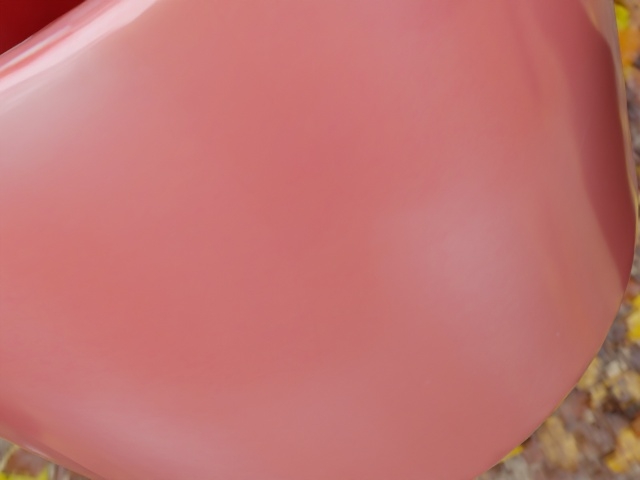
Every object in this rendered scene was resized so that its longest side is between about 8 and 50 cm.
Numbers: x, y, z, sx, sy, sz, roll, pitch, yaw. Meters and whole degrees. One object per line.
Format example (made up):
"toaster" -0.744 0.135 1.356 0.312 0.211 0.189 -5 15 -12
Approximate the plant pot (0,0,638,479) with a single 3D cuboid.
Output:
"plant pot" -0.041 -0.057 0.473 0.275 0.275 0.243 -32 139 5
